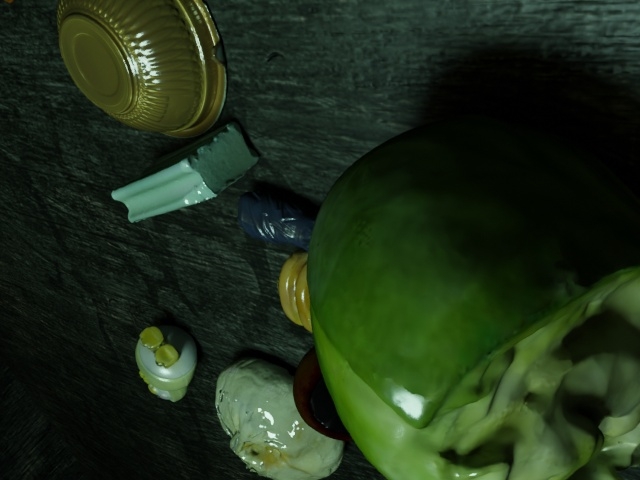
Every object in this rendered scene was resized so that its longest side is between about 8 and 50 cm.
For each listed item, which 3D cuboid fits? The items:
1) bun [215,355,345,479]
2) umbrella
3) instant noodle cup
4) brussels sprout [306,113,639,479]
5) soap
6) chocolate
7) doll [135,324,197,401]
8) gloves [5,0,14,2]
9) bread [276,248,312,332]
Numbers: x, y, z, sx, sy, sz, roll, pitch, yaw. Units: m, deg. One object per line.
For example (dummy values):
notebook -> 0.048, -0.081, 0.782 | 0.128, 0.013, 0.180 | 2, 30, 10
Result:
bun -> -0.090, 0.359, 1.078 | 0.287, 0.146, 0.287 | 23, 139, 21
umbrella -> 0.002, -0.007, 0.747 | 0.248, 0.071, 0.071 | 18, 135, 21
instant noodle cup -> -0.249, -0.235, 0.720 | 0.274, 0.091, 0.274 | 22, 136, 24
brussels sprout -> 0.161, 0.055, 0.489 | 0.371, 0.315, 0.276 | 16, 116, -22
soap -> -0.187, -0.088, 0.782 | 0.198, 0.114, 0.063 | -10, 118, 46
chocolate -> 0.043, 0.208, 0.836 | 0.176, 0.177, 0.177 | 22, 137, 23
doll -> -0.334, 0.278, 1.229 | 0.141, 0.117, 0.296 | 39, 141, 15
gloves -> -0.492, -0.416, 0.752 | 0.140, 0.131, 0.218 | 4, 158, 35
bread -> 0.013, 0.081, 0.777 | 0.177, 0.084, 0.119 | 21, 132, 41
